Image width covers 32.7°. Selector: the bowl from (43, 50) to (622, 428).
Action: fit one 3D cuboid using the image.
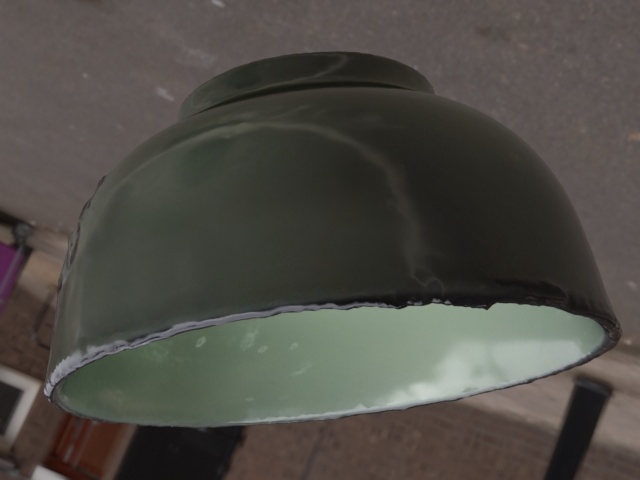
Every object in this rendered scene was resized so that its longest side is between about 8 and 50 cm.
[{"bbox_3d":[0.000,0.000,0.699,0.353,0.185,0.354,-6,163,-2],"label":"bowl"}]
